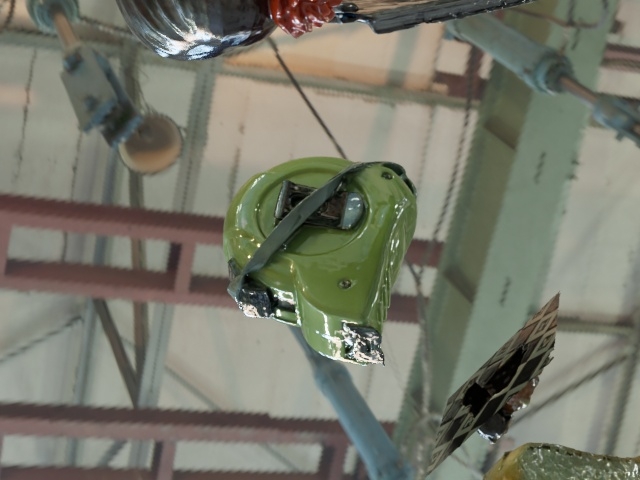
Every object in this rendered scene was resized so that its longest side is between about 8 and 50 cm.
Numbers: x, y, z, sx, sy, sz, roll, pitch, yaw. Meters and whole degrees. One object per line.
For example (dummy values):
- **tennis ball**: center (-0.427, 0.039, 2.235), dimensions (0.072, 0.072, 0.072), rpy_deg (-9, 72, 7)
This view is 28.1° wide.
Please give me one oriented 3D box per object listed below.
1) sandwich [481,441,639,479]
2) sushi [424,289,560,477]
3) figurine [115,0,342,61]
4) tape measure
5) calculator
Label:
- **sandwich**: center (0.255, 0.311, 1.164), dimensions (0.226, 0.251, 0.087), rpy_deg (12, -38, -32)
- **sushi**: center (0.129, 0.103, 0.870), dimensions (0.026, 0.120, 0.126), rpy_deg (40, -66, -3)
- **figurine**: center (-0.092, -0.223, 0.768), dimensions (0.110, 0.138, 0.245), rpy_deg (-39, -69, -35)
- **tape measure**: center (0.000, 0.000, 1.132), dimensions (0.175, 0.200, 0.106), rpy_deg (12, -37, 14)
- **calculator**: center (0.075, -0.194, 0.993), dimensions (0.274, 0.166, 0.028), rpy_deg (-19, -68, -38)
